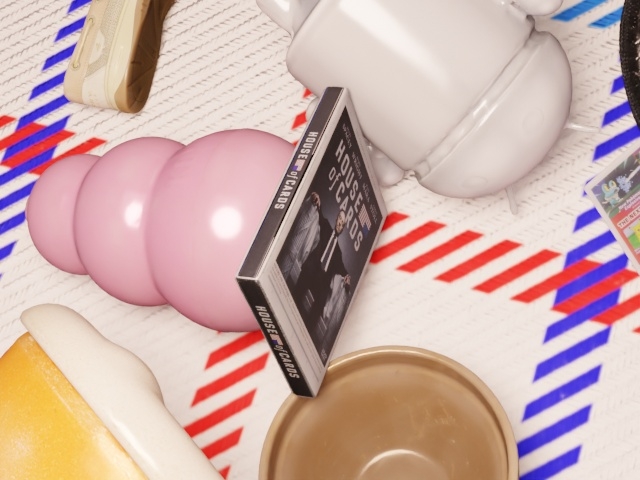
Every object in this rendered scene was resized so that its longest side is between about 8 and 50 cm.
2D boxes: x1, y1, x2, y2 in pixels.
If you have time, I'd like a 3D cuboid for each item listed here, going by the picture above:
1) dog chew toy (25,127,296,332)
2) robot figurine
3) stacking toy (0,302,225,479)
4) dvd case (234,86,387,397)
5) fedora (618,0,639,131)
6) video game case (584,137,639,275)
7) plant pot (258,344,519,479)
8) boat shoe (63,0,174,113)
[{"bbox_3d":[-0.157,-0.019,1.058,0.332,0.206,0.207,7,72,21],"label":"dog chew toy"},{"bbox_3d":[0.108,-0.182,1.031,0.353,0.300,0.200,41,41,-3],"label":"robot figurine"},{"bbox_3d":[-0.291,0.315,0.837,0.480,0.350,0.350,-39,68,-16],"label":"stacking toy"},{"bbox_3d":[0.000,0.000,0.962,0.029,0.179,0.239,5,51,25],"label":"dvd case"},{"bbox_3d":[0.457,-0.180,1.000,0.152,0.334,0.334,-13,64,-31],"label":"fedora"},{"bbox_3d":[0.373,-0.037,0.985,0.201,0.023,0.183,-47,61,41],"label":"video game case"},{"bbox_3d":[0.069,0.227,0.957,0.237,0.110,0.237,-7,57,11],"label":"plant pot"},{"bbox_3d":[-0.231,-0.300,1.217,0.098,0.109,0.302,9,78,12],"label":"boat shoe"}]
